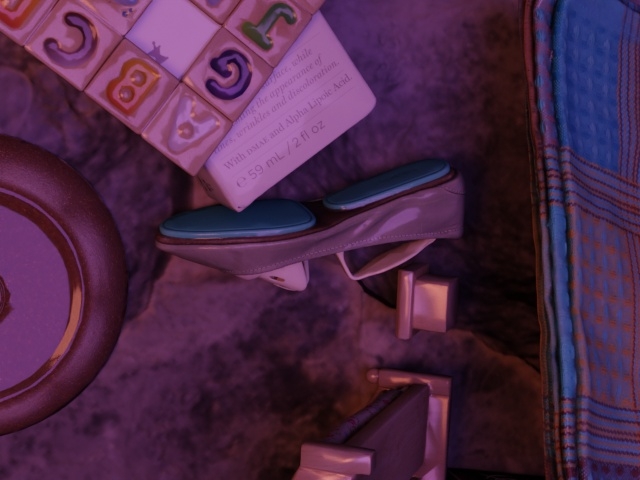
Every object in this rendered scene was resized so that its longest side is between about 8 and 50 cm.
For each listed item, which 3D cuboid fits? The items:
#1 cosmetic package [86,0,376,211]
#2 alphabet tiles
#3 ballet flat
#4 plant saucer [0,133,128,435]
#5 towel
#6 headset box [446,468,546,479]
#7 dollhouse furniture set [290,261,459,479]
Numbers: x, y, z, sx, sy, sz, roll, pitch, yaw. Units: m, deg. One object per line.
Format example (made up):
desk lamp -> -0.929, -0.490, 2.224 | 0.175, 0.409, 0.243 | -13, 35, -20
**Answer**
cosmetic package -> -0.080, -0.145, 0.642 | 0.117, 0.085, 0.231 | -39, 108, -10
alphabet tiles -> -0.105, -0.184, 0.582 | 0.237, 0.009, 0.198 | 37, 84, -18
ballet flat -> 0.000, 0.000, 0.695 | 0.213, 0.072, 0.068 | -14, 112, -15
plant saucer -> -0.216, 0.032, 0.647 | 0.198, 0.036, 0.198 | -3, 99, -17
towel -> 0.238, 0.021, 0.690 | 0.271, 0.040, 0.370 | 11, 71, -35
headset box -> 0.165, 0.299, 0.668 | 0.110, 0.293, 0.218 | 9, 94, -18
dollhouse furniture set -> -0.044, 0.198, 0.627 | 0.174, 0.303, 0.355 | 5, 96, 19
